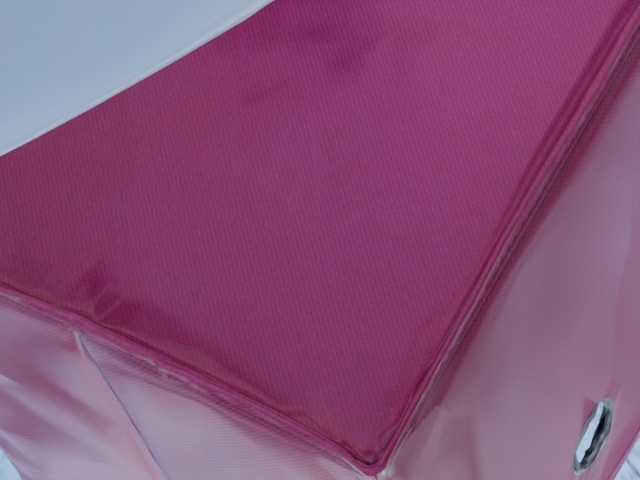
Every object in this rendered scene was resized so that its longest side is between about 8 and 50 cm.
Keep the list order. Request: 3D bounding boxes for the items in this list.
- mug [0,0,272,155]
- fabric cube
[{"bbox_3d":[-0.192,-0.143,0.266,0.276,0.374,0.328,-26,-90,45],"label":"mug"},{"bbox_3d":[0.000,0.000,0.781,0.259,0.258,0.254,24,-114,24],"label":"fabric cube"}]
